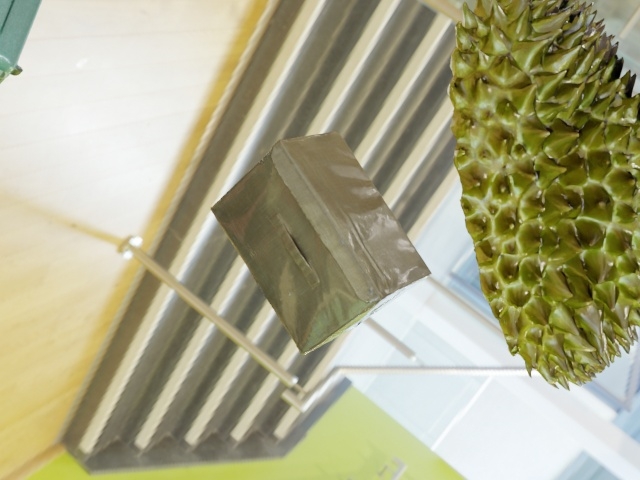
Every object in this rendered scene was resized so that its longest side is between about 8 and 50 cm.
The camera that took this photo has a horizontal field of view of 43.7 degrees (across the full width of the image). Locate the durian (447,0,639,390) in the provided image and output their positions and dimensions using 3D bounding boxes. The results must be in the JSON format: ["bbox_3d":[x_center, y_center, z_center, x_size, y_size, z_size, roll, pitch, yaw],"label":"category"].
[{"bbox_3d":[0.177,-0.038,0.636,0.158,0.352,0.169,-13,-172,-2],"label":"durian"}]

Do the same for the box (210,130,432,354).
[{"bbox_3d":[0.000,0.000,1.028,0.149,0.231,0.155,-39,170,32],"label":"box"}]

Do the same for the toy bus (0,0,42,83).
[{"bbox_3d":[-0.362,-0.283,0.853,0.147,0.128,0.256,-16,-124,48],"label":"toy bus"}]
